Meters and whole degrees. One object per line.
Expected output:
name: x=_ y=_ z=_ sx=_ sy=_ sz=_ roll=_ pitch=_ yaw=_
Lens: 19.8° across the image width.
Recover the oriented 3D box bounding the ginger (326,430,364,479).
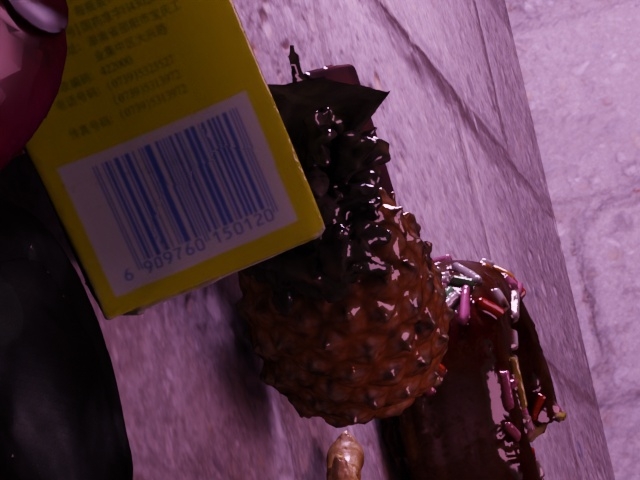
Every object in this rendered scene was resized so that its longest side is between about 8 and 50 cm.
ginger: x=0.044 y=0.244 z=1.449 sx=0.193 sy=0.052 sz=0.176 roll=64 pitch=16 yaw=-8

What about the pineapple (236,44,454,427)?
pineapple: x=0.000 y=0.000 z=1.235 sx=0.340 sy=0.169 sz=0.169 roll=70 pitch=11 yaw=-61

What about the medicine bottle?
medicine bottle: x=-0.109 y=-0.100 z=0.990 sx=0.137 sy=0.141 sz=0.250 roll=-112 pitch=-179 yaw=-69

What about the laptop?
laptop: x=0.024 y=-0.093 z=1.761 sx=0.207 sy=0.026 sz=0.154 roll=-32 pitch=104 yaw=-76

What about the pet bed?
pet bed: x=-0.151 y=0.072 z=0.903 sx=0.201 sy=0.053 sz=0.201 roll=-15 pitch=90 yaw=-76

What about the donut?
donut: x=0.146 y=0.139 z=1.763 sx=0.345 sy=0.136 sz=0.259 roll=-67 pitch=142 yaw=-69

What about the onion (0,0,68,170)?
onion: x=-0.189 y=-0.107 z=0.785 sx=0.173 sy=0.135 sz=0.198 roll=-89 pitch=157 yaw=-54
